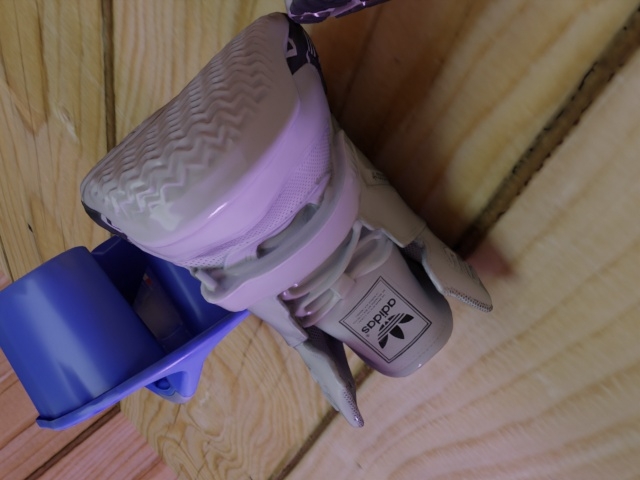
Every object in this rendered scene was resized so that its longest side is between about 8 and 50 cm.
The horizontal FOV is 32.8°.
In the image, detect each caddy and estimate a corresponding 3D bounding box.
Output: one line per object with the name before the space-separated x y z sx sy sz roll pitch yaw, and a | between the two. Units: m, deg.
caddy | -0.179 0.080 1.041 0.179 0.241 0.341 57 159 -4

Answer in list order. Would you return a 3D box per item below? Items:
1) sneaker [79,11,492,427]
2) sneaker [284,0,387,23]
sneaker | 0.000 0.000 0.609 0.210 0.137 0.366 47 -177 -4
sneaker | 0.031 -0.189 0.410 0.118 0.107 0.279 65 160 17
